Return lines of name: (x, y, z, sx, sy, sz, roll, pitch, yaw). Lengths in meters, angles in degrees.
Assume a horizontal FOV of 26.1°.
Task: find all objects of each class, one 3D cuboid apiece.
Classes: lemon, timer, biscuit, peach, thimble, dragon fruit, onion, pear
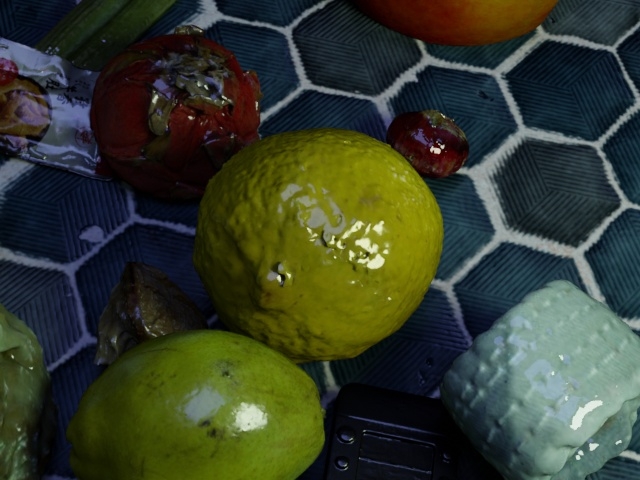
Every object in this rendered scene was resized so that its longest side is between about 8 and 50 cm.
lemon: (0.000, 0.000, 1.533, 0.268, 0.268, 0.322, 28, 18, 12)
timer: (0.075, 0.252, 1.508, 0.144, 0.055, 0.187, 12, 52, -1)
biscuit: (-0.265, -0.317, 1.853, 0.099, 0.038, 0.322, 34, 59, 12)
peach: (0.162, -0.436, 1.828, 0.380, 0.306, 0.242, 17, 50, -1)
thimble: (0.256, 0.161, 1.492, 0.172, 0.205, 0.250, 45, 27, 21)
dragon fruit: (-0.165, -0.174, 1.678, 0.224, 0.148, 0.218, -40, 84, -24)
onion: (0.133, -0.118, 1.735, 0.107, 0.097, 0.107, 22, 14, -6)
pear: (-0.126, 0.196, 1.430, 0.269, 0.212, 0.212, -5, 57, -6)

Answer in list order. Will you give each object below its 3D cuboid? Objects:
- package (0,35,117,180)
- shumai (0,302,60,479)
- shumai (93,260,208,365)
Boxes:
package: (-0.352, -0.169, 1.737, 0.239, 0.030, 0.154, 15, 74, -3)
shumai: (-0.458, 0.134, 1.358, 0.395, 0.348, 0.395, 5, 59, -8)
shumai: (-0.195, 0.090, 1.575, 0.123, 0.105, 0.139, 22, 55, -46)
